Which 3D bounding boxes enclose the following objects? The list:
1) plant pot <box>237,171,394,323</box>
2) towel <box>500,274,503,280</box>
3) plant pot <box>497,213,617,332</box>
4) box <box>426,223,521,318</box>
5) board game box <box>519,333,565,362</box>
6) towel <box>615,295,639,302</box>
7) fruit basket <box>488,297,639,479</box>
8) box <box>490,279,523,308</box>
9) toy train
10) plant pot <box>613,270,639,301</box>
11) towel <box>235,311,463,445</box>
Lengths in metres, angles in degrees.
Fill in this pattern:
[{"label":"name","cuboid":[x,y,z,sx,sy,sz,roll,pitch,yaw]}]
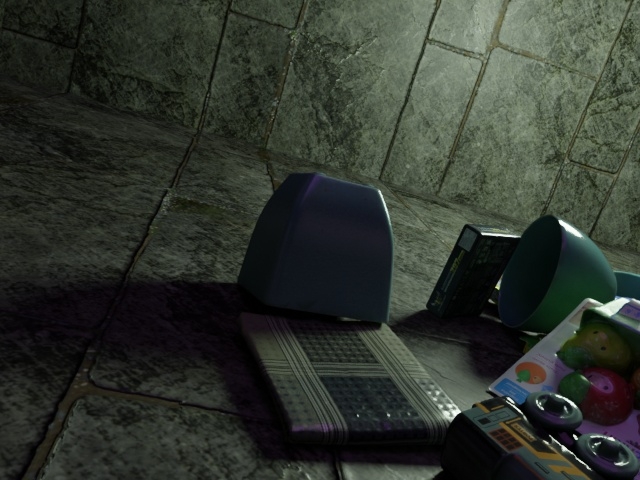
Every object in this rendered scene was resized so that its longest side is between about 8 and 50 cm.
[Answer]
[{"label":"plant pot","cuboid":[0.000,0.000,1.168,0.247,0.252,0.248,11,2,-21]},{"label":"towel","cuboid":[0.680,0.143,1.872,0.370,0.040,0.271,9,23,-25]},{"label":"plant pot","cuboid":[0.592,0.106,1.441,0.195,0.290,0.290,20,15,-3]},{"label":"box","cuboid":[0.373,0.076,1.440,0.183,0.232,0.059,3,27,-42]},{"label":"board game box","cuboid":[0.570,0.284,1.306,0.124,0.039,0.259,4,23,-43]},{"label":"towel","cuboid":[0.771,0.158,1.694,0.336,0.040,0.243,10,0,-22]},{"label":"fruit basket","cuboid":[0.546,0.255,1.079,0.353,0.165,0.327,-24,39,-33]},{"label":"box","cuboid":[0.498,0.150,1.615,0.179,0.043,0.105,41,21,11]},{"label":"toy train","cuboid":[0.307,0.319,0.737,0.190,0.142,0.334,-7,28,-30]},{"label":"plant pot","cuboid":[1.028,0.188,1.921,0.166,0.165,0.234,12,9,-20]},{"label":"towel","cuboid":[0.041,0.220,0.953,0.312,0.056,0.324,7,20,-24]}]
